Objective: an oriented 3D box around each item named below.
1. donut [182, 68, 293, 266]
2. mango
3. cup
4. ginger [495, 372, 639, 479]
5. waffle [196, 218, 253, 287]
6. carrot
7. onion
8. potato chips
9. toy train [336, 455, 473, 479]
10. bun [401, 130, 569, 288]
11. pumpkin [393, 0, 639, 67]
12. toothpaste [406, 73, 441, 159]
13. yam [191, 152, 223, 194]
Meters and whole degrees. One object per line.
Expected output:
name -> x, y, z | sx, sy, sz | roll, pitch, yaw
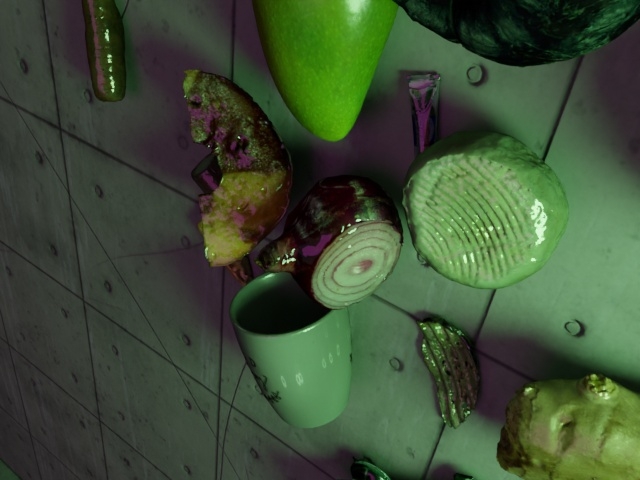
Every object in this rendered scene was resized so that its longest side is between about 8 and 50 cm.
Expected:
donut -> -0.112, -0.119, 0.908 | 0.151, 0.112, 0.295 | -7, 97, 6
mango -> 0.006, -0.286, 0.700 | 0.192, 0.156, 0.343 | 23, 130, 37
cup -> -0.050, 0.170, 1.010 | 0.258, 0.186, 0.234 | 44, 151, 53
ginger -> 0.404, 0.289, 0.697 | 0.375, 0.166, 0.236 | 22, 117, 35
waffle -> -0.144, 0.018, 1.081 | 0.191, 0.032, 0.125 | 52, 132, 0
carrot -> -0.382, -0.413, 1.008 | 0.070, 0.070, 0.342 | 14, 116, 33
onion -> 0.000, 0.000, 0.825 | 0.140, 0.218, 0.195 | 63, 148, 32
potato chips -> 0.204, 0.211, 0.903 | 0.092, 0.028, 0.207 | -2, 110, 41
toy train -> 0.174, 0.535, 1.028 | 0.397, 0.160, 0.253 | -7, 117, 40
bun -> 0.196, -0.043, 0.708 | 0.195, 0.118, 0.195 | 16, 125, 25
pumpkin -> 0.176, -0.310, 0.495 | 0.315, 0.238, 0.315 | 32, 156, 16
toothpaste -> 0.138, -0.131, 0.768 | 0.045, 0.028, 0.170 | 7, 114, 29
yam -> -0.160, -0.086, 1.006 | 0.146, 0.070, 0.070 | 48, 134, -3
